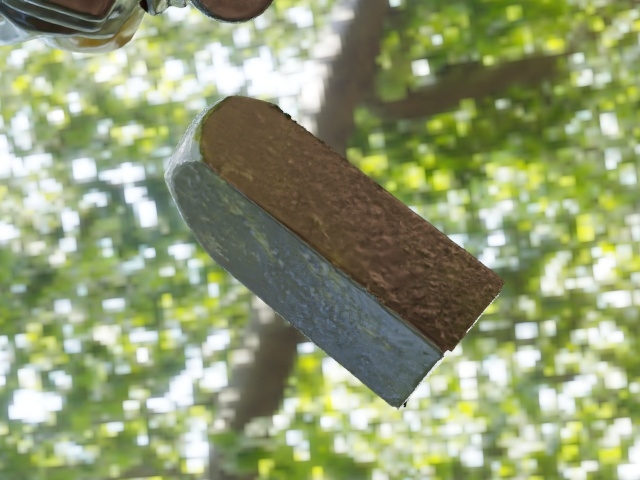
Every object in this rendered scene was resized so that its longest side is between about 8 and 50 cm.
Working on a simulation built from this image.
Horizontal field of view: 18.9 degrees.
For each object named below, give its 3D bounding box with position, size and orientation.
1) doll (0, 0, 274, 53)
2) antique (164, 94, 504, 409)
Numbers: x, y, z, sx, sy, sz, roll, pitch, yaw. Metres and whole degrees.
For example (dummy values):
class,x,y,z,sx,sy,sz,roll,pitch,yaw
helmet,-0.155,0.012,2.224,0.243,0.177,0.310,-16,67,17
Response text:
class,x,y,z,sx,sy,sz,roll,pitch,yaw
doll,-0.091,-0.103,0.633,0.088,0.249,0.127,-47,-67,-10
antique,0.000,0.000,1.229,0.221,0.080,0.081,39,-130,5
